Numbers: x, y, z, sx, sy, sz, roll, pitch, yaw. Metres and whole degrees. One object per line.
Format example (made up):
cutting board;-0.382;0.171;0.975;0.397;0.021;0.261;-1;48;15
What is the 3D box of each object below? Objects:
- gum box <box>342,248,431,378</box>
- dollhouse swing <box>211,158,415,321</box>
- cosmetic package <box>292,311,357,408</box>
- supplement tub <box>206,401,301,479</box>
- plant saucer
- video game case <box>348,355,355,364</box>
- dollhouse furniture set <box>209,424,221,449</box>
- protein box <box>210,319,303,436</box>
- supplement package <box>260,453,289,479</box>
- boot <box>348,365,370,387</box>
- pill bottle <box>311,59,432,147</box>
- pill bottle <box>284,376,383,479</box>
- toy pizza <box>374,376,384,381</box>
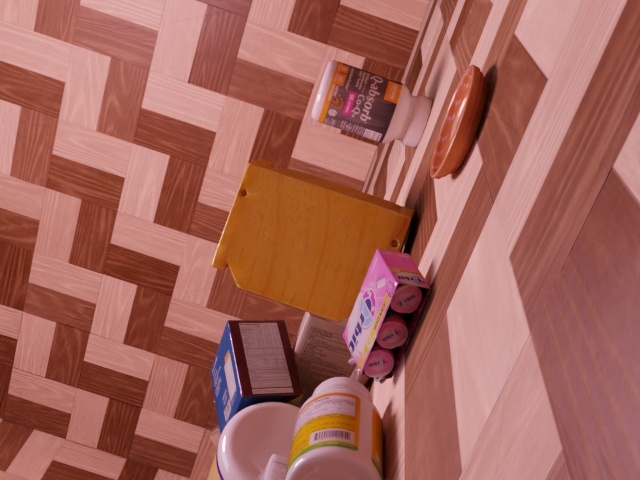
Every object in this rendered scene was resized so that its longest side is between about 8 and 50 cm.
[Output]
gum box;0.103;0.123;1.338;0.107;0.062;0.188;-116;40;-57
dollhouse swing;0.000;0.000;1.763;0.305;0.347;0.315;63;-135;-81
cosmetic package;0.014;0.247;1.837;0.129;0.153;0.296;-76;6;-52
supplement tub;-0.117;0.516;1.696;0.241;0.241;0.331;-74;4;-48
plant saucer;0.236;-0.196;1.388;0.200;0.037;0.200;-161;90;-88
video game case;0.097;0.186;1.600;0.122;0.011;0.087;-54;-2;-13
dollhouse furniture set;-0.146;0.520;2.179;0.242;0.161;0.212;-28;-2;-2
protein box;-0.146;0.311;1.799;0.201;0.136;0.200;-107;28;-42
supplement package;-0.059;0.520;1.402;0.203;0.149;0.194;-73;3;-59
boot;0.082;0.256;1.594;0.118;0.042;0.087;138;157;-83
pill bottle;0.129;-0.338;2.071;0.162;0.278;0.162;-162;90;-88
pill bottle;0.026;0.305;1.217;0.245;0.136;0.136;-77;6;-71
toy pizza;0.121;0.152;1.463;0.201;0.032;0.201;-162;90;-88
